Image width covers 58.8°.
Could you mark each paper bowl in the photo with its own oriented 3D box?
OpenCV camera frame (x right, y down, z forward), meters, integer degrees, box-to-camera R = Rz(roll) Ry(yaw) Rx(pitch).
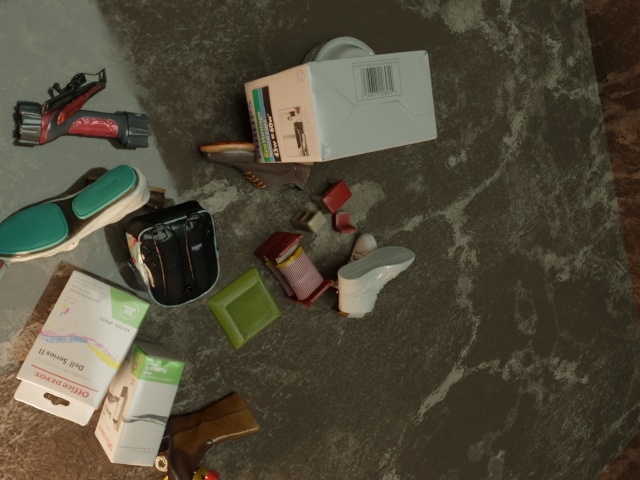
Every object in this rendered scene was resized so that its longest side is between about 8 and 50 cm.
[{"bbox_3d":[0.083,-0.488,1.776,0.284,0.148,0.284,-5,99,-33],"label":"paper bowl"}]

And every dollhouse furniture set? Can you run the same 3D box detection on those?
[{"bbox_3d":[0.000,0.000,1.769,0.374,0.152,0.201,-45,117,-21],"label":"dollhouse furniture set"}]

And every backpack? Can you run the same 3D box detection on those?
[{"bbox_3d":[-0.387,0.037,1.497,0.225,0.191,0.254,-23,118,-30],"label":"backpack"}]

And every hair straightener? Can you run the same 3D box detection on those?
[{"bbox_3d":[-0.593,-0.365,1.361,0.089,0.047,0.230,31,46,-7],"label":"hair straightener"}]

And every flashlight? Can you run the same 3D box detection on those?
[{"bbox_3d":[-0.579,-0.275,1.401,0.304,0.103,0.103,2,116,-34],"label":"flashlight"}]

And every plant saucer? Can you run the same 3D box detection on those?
[{"bbox_3d":[-0.217,0.208,1.717,0.188,0.045,0.188,-37,113,-24],"label":"plant saucer"}]

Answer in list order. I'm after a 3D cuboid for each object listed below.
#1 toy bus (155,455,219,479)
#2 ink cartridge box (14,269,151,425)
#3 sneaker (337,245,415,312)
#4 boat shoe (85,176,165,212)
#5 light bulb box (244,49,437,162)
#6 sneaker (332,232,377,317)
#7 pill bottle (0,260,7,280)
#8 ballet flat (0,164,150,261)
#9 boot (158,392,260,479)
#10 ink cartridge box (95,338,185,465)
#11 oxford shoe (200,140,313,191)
[{"bbox_3d":[-0.364,0.704,1.640,0.104,0.190,0.202,-25,116,-74],"label":"toy bus"},{"bbox_3d":[-0.594,0.274,1.410,0.207,0.119,0.354,27,80,-14],"label":"ink cartridge box"},{"bbox_3d":[0.173,0.131,1.822,0.292,0.108,0.169,-19,128,-29],"label":"sneaker"},{"bbox_3d":[-0.505,-0.117,1.480,0.206,0.073,0.073,10,87,-33],"label":"boat shoe"},{"bbox_3d":[0.042,-0.337,1.474,0.357,0.361,0.225,-15,104,-29],"label":"light bulb box"},{"bbox_3d":[0.112,0.115,1.881,0.123,0.106,0.290,8,92,-35],"label":"sneaker"},{"bbox_3d":[-0.832,0.052,1.256,0.221,0.124,0.124,36,76,-28],"label":"pill bottle"},{"bbox_3d":[-0.592,-0.047,1.383,0.400,0.139,0.139,-28,111,-2],"label":"ballet flat"},{"bbox_3d":[-0.302,0.581,1.599,0.280,0.264,0.096,-12,129,-31],"label":"boot"},{"bbox_3d":[-0.474,0.416,1.483,0.114,0.198,0.273,20,84,-32],"label":"ink cartridge box"},{"bbox_3d":[-0.177,-0.213,1.652,0.363,0.130,0.133,4,99,-33],"label":"oxford shoe"}]
